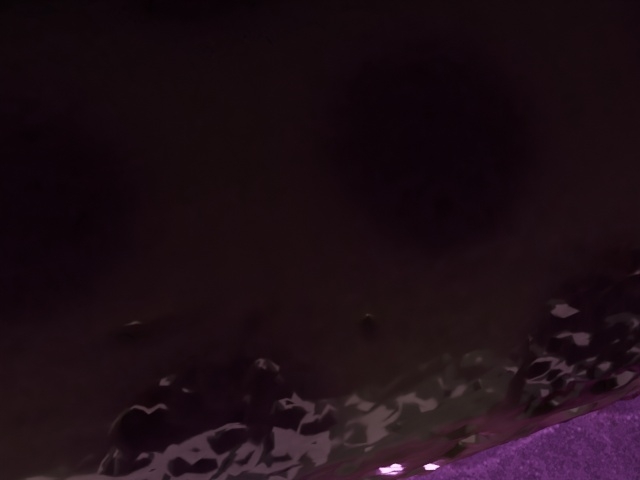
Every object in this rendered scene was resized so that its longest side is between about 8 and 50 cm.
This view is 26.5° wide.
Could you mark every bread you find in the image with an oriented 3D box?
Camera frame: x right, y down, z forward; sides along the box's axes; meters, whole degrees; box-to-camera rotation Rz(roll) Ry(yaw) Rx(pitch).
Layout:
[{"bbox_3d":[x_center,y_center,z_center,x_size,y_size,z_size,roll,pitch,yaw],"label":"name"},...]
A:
[{"bbox_3d":[0.000,0.000,0.412,0.338,0.155,0.187,-13,173,-17],"label":"bread"}]
